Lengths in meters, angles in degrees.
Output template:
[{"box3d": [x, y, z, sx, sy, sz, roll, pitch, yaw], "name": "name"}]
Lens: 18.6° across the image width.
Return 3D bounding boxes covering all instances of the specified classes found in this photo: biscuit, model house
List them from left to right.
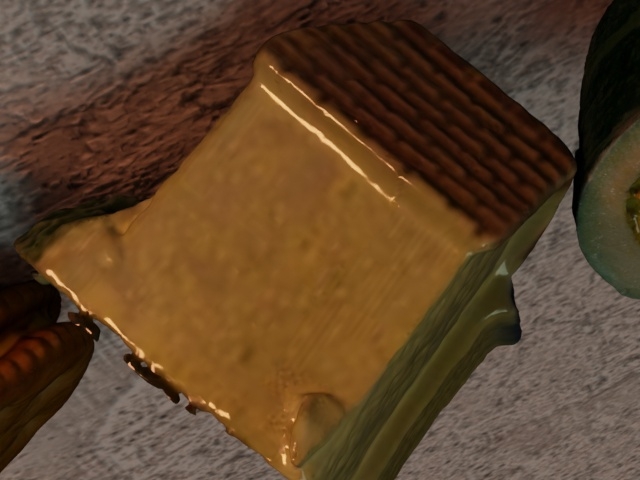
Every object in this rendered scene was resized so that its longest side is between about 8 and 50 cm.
[{"box3d": [-0.238, 0.120, 1.271, 0.220, 0.066, 0.220, -46, 172, -8], "name": "biscuit"}, {"box3d": [0.000, 0.000, 1.215, 0.266, 0.261, 0.321, -50, 167, -3], "name": "model house"}]

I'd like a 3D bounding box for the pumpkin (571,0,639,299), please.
[{"box3d": [0.302, -0.096, 1.193, 0.293, 0.197, 0.263, 14, 139, -18], "name": "pumpkin"}]
